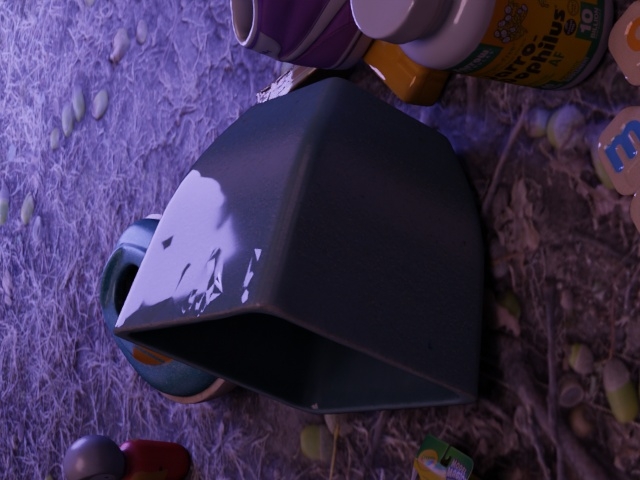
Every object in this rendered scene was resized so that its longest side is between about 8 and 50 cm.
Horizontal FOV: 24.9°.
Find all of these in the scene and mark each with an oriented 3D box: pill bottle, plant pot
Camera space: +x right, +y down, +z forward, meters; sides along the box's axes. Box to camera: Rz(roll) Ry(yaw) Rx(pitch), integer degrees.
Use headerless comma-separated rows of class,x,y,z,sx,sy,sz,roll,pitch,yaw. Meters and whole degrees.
pill bottle,0.132,-0.193,1.194,0.117,0.208,0.117,-10,78,52
plant pot,0.000,0.000,1.332,0.247,0.248,0.252,-14,57,51

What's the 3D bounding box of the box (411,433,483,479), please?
box,0.110,0.269,1.286,0.105,0.043,0.179,-158,74,-67

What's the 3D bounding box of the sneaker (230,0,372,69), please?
sneaker,0.008,-0.289,1.338,0.102,0.161,0.282,49,123,46

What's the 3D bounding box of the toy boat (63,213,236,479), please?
toy boat,-0.188,0.137,1.625,0.267,0.148,0.318,31,110,50

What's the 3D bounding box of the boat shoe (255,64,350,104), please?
boat shoe,-0.022,-0.168,1.524,0.153,0.056,0.048,-40,60,52

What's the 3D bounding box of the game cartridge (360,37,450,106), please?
game cartridge,0.092,-0.337,1.397,0.285,0.053,0.323,52,124,43

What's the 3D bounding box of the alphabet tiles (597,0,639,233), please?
alphabet tiles,0.320,-0.121,1.078,0.284,0.021,0.278,-53,40,33
